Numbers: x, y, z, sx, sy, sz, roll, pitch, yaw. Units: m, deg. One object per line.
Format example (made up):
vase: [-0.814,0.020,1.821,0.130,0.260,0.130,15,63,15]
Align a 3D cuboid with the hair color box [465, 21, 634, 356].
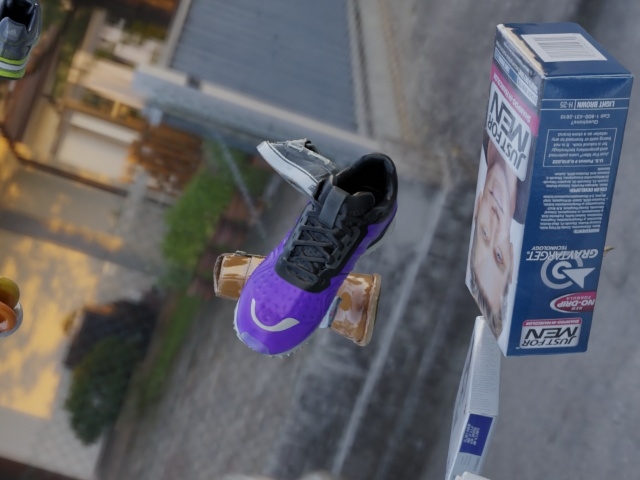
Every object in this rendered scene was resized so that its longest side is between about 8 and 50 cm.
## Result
hair color box: [0.252,-0.057,1.438,0.174,0.105,0.347,-109,19,-60]

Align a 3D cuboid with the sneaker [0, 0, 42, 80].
sneaker: [-0.565,-0.415,2.357,0.121,0.111,0.300,-59,24,30]

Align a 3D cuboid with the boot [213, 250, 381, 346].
boot: [-0.037,0.069,1.805,0.283,0.220,0.109,-141,64,-76]

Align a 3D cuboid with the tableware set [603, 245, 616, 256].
tableware set: [0.333,0.037,1.757,0.141,0.169,0.020,-14,-96,-78]

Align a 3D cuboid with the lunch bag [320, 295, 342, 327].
lunch bag: [-0.014,0.081,1.631,0.083,0.071,0.053,67,-135,-81]

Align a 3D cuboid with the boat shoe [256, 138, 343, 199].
boat shoe: [-0.028,-0.120,1.984,0.070,0.078,0.219,-46,35,-3]

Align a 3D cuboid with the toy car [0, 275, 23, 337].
toy car: [-0.571,0.129,2.019,0.159,0.182,0.136,67,-172,-49]

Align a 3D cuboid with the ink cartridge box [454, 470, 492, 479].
ink cartridge box: [0.229,0.351,1.178,0.197,0.273,0.114,94,-161,-50]

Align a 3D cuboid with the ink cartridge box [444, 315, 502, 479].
ink cartridge box: [0.211,0.211,1.708,0.223,0.045,0.224,96,-174,-46]

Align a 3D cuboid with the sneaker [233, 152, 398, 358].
sneaker: [-0.001,-0.001,1.452,0.293,0.102,0.146,-52,-13,-34]
